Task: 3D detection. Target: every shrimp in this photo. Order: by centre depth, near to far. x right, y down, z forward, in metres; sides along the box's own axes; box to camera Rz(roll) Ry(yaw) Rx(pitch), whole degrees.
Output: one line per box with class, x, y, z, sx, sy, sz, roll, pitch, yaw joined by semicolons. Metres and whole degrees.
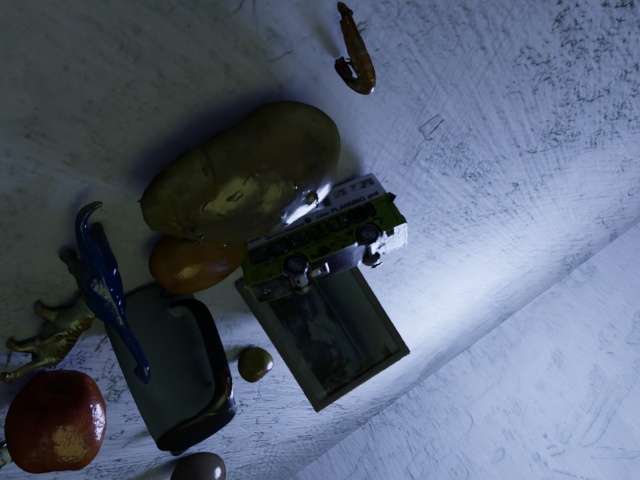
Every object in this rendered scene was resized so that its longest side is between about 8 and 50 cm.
shrimp;0.037;-0.253;0.821;0.025;0.091;0.127;-27;118;-16

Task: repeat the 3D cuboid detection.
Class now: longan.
longan;-0.370;0.734;1.912;0.185;0.159;0.204;-42;169;12

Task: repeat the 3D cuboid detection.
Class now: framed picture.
framed picture;0.007;0.158;1.244;0.231;0.315;0.024;-33;-171;-2

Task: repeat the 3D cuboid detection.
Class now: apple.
apple;-0.158;0.304;1.516;0.089;0.074;0.090;-28;155;-14

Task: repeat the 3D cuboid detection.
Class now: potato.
potato;-0.103;-0.081;0.864;0.296;0.141;0.192;-22;149;-16

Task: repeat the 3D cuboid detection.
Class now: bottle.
bottle;-0.627;0.422;1.220;0.101;0.047;0.063;-6;152;-46

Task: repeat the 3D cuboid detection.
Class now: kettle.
kettle;-0.240;0.203;1.048;0.165;0.255;0.240;-2;142;-43

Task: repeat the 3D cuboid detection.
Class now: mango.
mango;-0.200;0.033;1.007;0.165;0.089;0.115;-1;130;-53

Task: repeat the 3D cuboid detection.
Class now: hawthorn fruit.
hawthorn fruit;-0.462;0.319;1.098;0.189;0.189;0.189;-26;153;-15

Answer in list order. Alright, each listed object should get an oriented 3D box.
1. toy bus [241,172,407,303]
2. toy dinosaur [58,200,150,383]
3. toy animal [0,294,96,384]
toy bus;0.000;0.000;1.124;0.301;0.139;0.113;-22;152;-5
toy dinosaur;-0.288;0.075;0.864;0.075;0.188;0.248;-25;152;-33
toy animal;-0.428;0.159;0.990;0.241;0.057;0.099;-47;151;23
